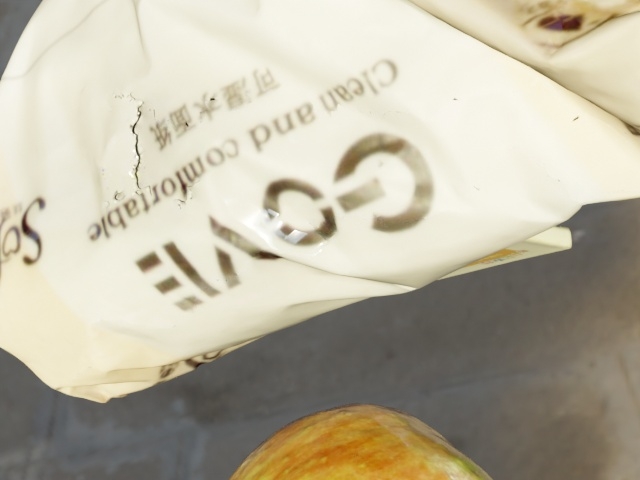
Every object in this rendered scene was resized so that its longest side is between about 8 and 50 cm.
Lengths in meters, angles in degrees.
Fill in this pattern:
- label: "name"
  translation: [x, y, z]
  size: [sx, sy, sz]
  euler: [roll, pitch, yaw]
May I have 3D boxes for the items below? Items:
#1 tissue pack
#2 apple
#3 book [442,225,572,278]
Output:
- label: "tissue pack"
  translation: [0.040, -0.116, 0.638]
  size: [0.375, 0.195, 0.390]
  euler: [-25, 24, 37]
- label: "apple"
  translation: [0.043, 0.278, 1.142]
  size: [0.250, 0.309, 0.277]
  euler: [-44, 12, -11]
- label: "book"
  translation: [0.000, 0.000, 1.043]
  size: [0.295, 0.020, 0.208]
  euler: [10, -18, -40]
